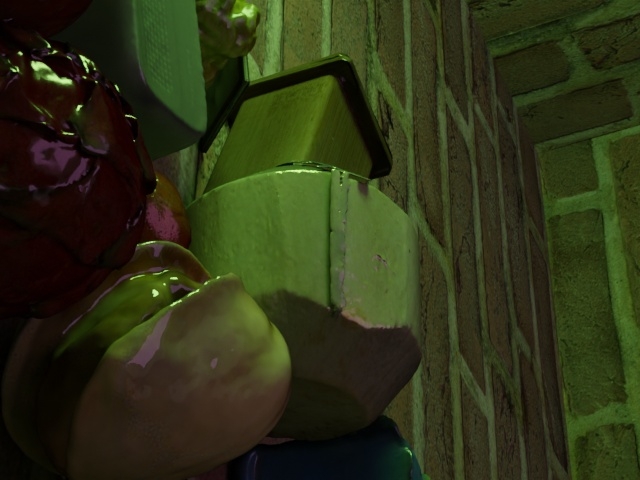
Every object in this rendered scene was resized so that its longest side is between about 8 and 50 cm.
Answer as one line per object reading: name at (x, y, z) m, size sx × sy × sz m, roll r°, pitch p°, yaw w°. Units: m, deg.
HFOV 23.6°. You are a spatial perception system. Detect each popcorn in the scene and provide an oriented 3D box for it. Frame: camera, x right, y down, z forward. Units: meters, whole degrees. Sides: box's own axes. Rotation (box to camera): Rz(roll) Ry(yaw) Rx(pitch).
popcorn at (-0.168, -0.272, 1.803) m, size 0.197 × 0.155 × 0.197 m, roll 43°, pitch 18°, yaw -18°

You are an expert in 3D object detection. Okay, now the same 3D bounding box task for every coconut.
coconut at (-0.030, 0.059, 1.713) m, size 0.323 × 0.323 × 0.323 m, roll -16°, pitch 90°, yaw -72°

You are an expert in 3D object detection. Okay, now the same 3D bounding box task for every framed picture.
framed picture at (-0.128, -0.250, 1.948) m, size 0.010 × 0.173 × 0.231 m, roll 7°, pitch 61°, yaw -21°

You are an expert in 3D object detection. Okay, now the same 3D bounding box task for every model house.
model house at (0.048, 0.381, 1.829) m, size 0.303 × 0.215 × 0.237 m, roll 57°, pitch 24°, yaw -52°

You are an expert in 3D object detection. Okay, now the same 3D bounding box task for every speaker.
speaker at (-0.239, -0.263, 1.539) m, size 0.183 × 0.184 × 0.406 m, roll 37°, pitch 41°, yaw -61°

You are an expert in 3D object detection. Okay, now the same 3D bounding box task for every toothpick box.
toothpick box at (-0.037, -0.078, 1.972) m, size 0.308 × 0.190 × 0.187 m, roll -74°, pitch 146°, yaw -58°

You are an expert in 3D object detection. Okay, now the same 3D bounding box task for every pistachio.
pistachio at (-0.159, 0.120, 1.421) m, size 0.321 × 0.229 × 0.238 m, roll 2°, pitch 106°, yaw -62°

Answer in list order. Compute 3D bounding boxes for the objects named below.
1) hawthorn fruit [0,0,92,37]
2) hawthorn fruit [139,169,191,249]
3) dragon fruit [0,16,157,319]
hawthorn fruit at (-0.286, -0.298, 1.298) m, size 0.284 × 0.284 × 0.284 m, roll -16°, pitch 90°, yaw -72°
hawthorn fruit at (-0.191, -0.004, 1.561) m, size 0.125 × 0.125 × 0.140 m, roll -25°, pitch 99°, yaw -71°
dragon fruit at (-0.267, -0.057, 1.225) m, size 0.299 × 0.244 × 0.244 m, roll 21°, pitch 54°, yaw -49°
